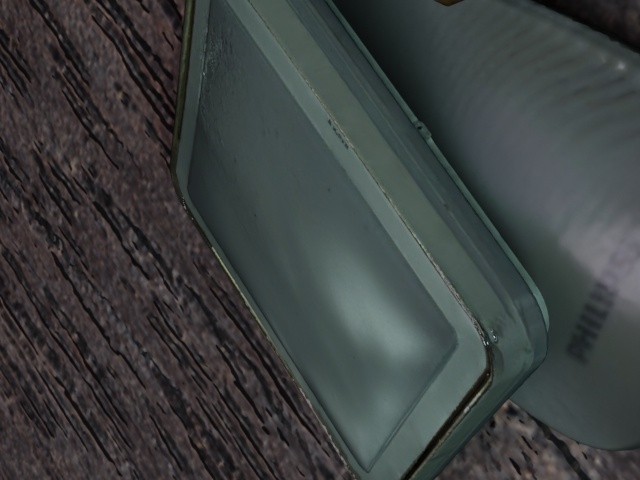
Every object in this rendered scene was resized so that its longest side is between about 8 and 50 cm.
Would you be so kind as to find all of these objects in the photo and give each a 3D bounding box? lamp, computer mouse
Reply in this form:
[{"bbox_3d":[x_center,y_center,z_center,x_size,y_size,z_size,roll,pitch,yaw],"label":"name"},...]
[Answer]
[{"bbox_3d":[0.000,0.000,0.674,0.269,0.047,0.266,57,156,18],"label":"lamp"},{"bbox_3d":[0.089,-0.027,0.643,0.331,0.095,0.197,36,120,36],"label":"computer mouse"}]

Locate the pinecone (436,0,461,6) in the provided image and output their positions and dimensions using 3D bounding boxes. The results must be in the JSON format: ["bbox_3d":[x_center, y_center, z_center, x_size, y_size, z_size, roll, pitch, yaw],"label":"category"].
[{"bbox_3d":[0.037,-0.233,0.578,0.292,0.246,0.246,20,112,59],"label":"pinecone"}]
